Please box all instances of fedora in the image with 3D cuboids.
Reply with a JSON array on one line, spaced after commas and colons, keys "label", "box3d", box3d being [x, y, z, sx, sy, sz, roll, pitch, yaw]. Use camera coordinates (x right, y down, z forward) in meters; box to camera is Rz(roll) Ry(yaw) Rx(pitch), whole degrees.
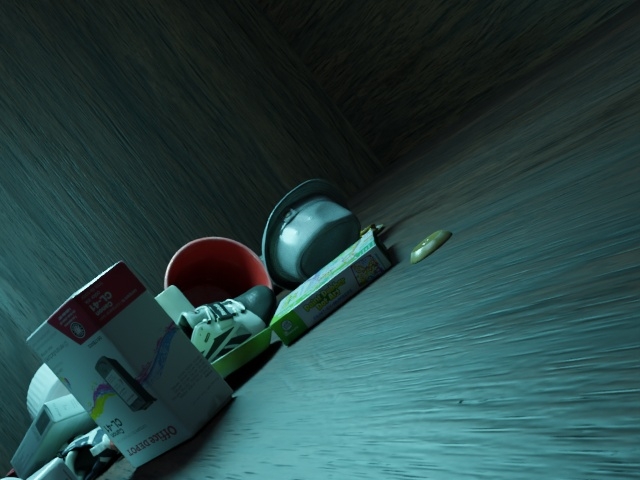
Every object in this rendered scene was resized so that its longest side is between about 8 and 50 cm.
[{"label": "fedora", "box3d": [0.000, 0.000, 1.903, 0.275, 0.244, 0.124, -41, 34, -22]}]

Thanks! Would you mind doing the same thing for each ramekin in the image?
[{"label": "ramekin", "box3d": [-0.612, 0.396, 2.112, 0.127, 0.273, 0.273, 21, 51, 41]}]

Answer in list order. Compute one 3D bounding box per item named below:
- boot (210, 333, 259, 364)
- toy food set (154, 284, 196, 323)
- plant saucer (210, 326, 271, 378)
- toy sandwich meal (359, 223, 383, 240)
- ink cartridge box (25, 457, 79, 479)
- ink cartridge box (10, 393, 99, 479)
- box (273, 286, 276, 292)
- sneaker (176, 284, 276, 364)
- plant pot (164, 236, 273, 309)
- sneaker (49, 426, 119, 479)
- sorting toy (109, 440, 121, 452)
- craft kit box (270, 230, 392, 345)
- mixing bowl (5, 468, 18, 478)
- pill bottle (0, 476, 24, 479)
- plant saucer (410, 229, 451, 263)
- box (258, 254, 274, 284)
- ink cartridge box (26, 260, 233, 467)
[{"label": "boot", "box3d": [-0.173, 0.242, 1.751, 0.114, 0.037, 0.106, -30, 10, 35]}, {"label": "toy food set", "box3d": [-0.376, 0.260, 2.014, 0.306, 0.220, 0.092, -36, 4, 35]}, {"label": "plant saucer", "box3d": [-0.188, 0.244, 1.615, 0.241, 0.037, 0.241, -33, -3, -2]}, {"label": "toy sandwich meal", "box3d": [0.122, -0.021, 2.097, 0.085, 0.029, 0.085, -38, 4, 3]}, {"label": "ink cartridge box", "box3d": [-0.511, 0.494, 1.309, 0.198, 0.115, 0.273, -37, 4, 29]}, {"label": "ink cartridge box", "box3d": [-0.562, 0.431, 1.934, 0.239, 0.060, 0.275, -15, -29, -47]}, {"label": "box", "box3d": [-0.221, 0.203, 2.645, 0.162, 0.029, 0.116, -40, 4, -17]}, {"label": "sneaker", "box3d": [-0.233, 0.191, 1.846, 0.122, 0.146, 0.330, 15, 51, 46]}, {"label": "plant pot", "box3d": [-0.278, 0.158, 2.154, 0.275, 0.275, 0.243, -40, -7, -27]}, {"label": "sneaker", "box3d": [-0.531, 0.480, 1.796, 0.235, 0.094, 0.153, -26, -1, 20]}, {"label": "sorting toy", "box3d": [-0.391, 0.415, 1.754, 0.102, 0.042, 0.061, -26, 21, 6]}, {"label": "craft kit box", "box3d": [0.022, 0.086, 1.616, 0.246, 0.061, 0.250, -41, 3, 5]}, {"label": "mixing bowl", "box3d": [-0.733, 0.602, 2.226, 0.181, 0.098, 0.181, -39, 3, 3]}, {"label": "pill bottle", "box3d": [-0.704, 0.595, 1.800, 0.130, 0.130, 0.245, -42, 5, -42]}, {"label": "plant saucer", "box3d": [0.177, 0.007, 1.367, 0.083, 0.015, 0.083, -39, 4, 3]}, {"label": "box", "box3d": [-0.157, 0.085, 2.620, 0.395, 0.097, 0.318, -30, 1, -6]}, {"label": "ink cartridge box", "box3d": [-0.333, 0.219, 1.449, 0.226, 0.306, 0.131, -36, 4, 43]}]
